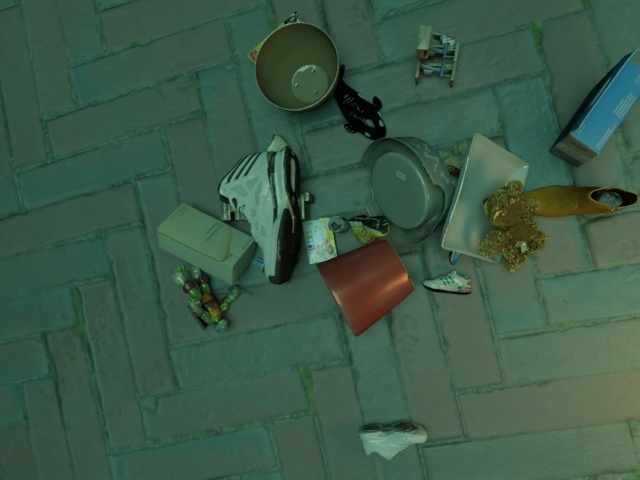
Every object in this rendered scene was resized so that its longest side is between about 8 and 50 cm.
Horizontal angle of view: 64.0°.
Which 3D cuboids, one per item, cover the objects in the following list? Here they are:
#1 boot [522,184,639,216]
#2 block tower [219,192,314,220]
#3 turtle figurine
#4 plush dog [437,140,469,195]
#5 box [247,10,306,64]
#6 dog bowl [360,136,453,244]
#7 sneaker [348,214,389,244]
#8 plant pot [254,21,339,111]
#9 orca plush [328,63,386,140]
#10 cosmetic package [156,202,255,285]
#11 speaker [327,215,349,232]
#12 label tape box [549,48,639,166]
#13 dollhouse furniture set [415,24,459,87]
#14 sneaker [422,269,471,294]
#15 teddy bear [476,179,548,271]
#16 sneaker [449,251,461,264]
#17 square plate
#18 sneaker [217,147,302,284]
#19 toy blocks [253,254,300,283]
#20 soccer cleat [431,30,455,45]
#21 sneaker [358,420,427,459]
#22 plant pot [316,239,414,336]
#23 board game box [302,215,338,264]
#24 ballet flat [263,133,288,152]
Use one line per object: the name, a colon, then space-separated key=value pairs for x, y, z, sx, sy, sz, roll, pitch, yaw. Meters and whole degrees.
boot: x=0.775 y=-0.129 z=1.555 sx=0.294 sy=0.211 sz=0.104 roll=0 pitch=89 yaw=12
block tower: x=-0.194 y=-0.115 z=1.812 sx=0.335 sy=0.091 sz=0.097 roll=-2 pitch=90 yaw=12
turtle figurine: x=-0.383 y=0.176 z=1.800 sx=0.197 sy=0.275 sz=0.266 roll=-36 pitch=77 yaw=-25
plush dog: x=0.374 y=-0.203 z=1.665 sx=0.225 sy=0.210 sz=0.263 roll=3 pitch=88 yaw=38
box: x=-0.144 y=-0.700 z=1.820 sx=0.232 sy=0.058 sz=0.087 roll=-38 pitch=84 yaw=9
dog bowl: x=0.270 y=-0.165 z=1.615 sx=0.102 sy=0.348 sz=0.349 roll=-24 pitch=84 yaw=-30
sneaker: x=0.170 y=-0.029 z=1.702 sx=0.081 sy=0.208 sz=0.094 roll=-21 pitch=105 yaw=-18
plant pot: x=-0.059 y=-0.560 z=1.734 sx=0.283 sy=0.191 sz=0.284 roll=0 pitch=90 yaw=13
orca plush: x=0.125 y=-0.471 z=1.743 sx=0.151 sy=0.102 sz=0.287 roll=-22 pitch=85 yaw=10
cosmetic package: x=-0.400 y=0.010 z=1.806 sx=0.309 sy=0.113 sz=0.160 roll=24 pitch=50 yaw=10
speaker: x=0.063 y=-0.052 z=1.736 sx=0.055 sy=0.136 sz=0.055 roll=0 pitch=90 yaw=12
label tape box: x=0.814 y=-0.365 z=1.478 sx=0.115 sy=0.347 sz=0.249 roll=34 pitch=96 yaw=9
dollhouse furniture set: x=0.376 y=-0.588 z=1.651 sx=0.129 sy=0.183 sz=0.129 roll=8 pitch=91 yaw=11
sneaker: x=0.424 y=0.136 z=1.712 sx=0.161 sy=0.057 sz=0.076 roll=6 pitch=74 yaw=13
teddy bear: x=0.584 y=-0.041 z=1.571 sx=0.245 sy=0.338 sz=0.113 roll=-54 pitch=38 yaw=13
sneaker: x=0.486 y=0.017 z=1.689 sx=0.073 sy=0.063 sz=0.162 roll=36 pitch=97 yaw=6
square plate: x=0.505 y=-0.118 z=1.585 sx=0.049 sy=0.343 sz=0.348 roll=19 pitch=94 yaw=48
sneaker: x=-0.207 y=-0.077 z=1.708 sx=0.257 sy=0.169 sz=0.448 roll=-2 pitch=82 yaw=20
toy blocks: x=-0.159 y=0.071 z=1.823 sx=0.148 sy=0.054 sz=0.123 roll=25 pitch=95 yaw=11
soccer cleat: x=0.411 y=-0.678 z=1.724 sx=0.083 sy=0.029 sz=0.036 roll=24 pitch=90 yaw=6
sneaker: x=0.250 y=0.681 z=1.731 sx=0.232 sy=0.090 sz=0.115 roll=-9 pitch=95 yaw=20
plant pot: x=0.153 y=0.138 z=1.666 sx=0.243 sy=0.275 sz=0.275 roll=-29 pitch=84 yaw=0
board game box: x=0.000 y=0.000 z=1.804 sx=0.103 sy=0.026 sz=0.154 roll=-11 pitch=88 yaw=12
ballet flat: x=-0.196 y=-0.260 z=1.824 sx=0.086 sy=0.086 sz=0.249 roll=34 pitch=95 yaw=10
